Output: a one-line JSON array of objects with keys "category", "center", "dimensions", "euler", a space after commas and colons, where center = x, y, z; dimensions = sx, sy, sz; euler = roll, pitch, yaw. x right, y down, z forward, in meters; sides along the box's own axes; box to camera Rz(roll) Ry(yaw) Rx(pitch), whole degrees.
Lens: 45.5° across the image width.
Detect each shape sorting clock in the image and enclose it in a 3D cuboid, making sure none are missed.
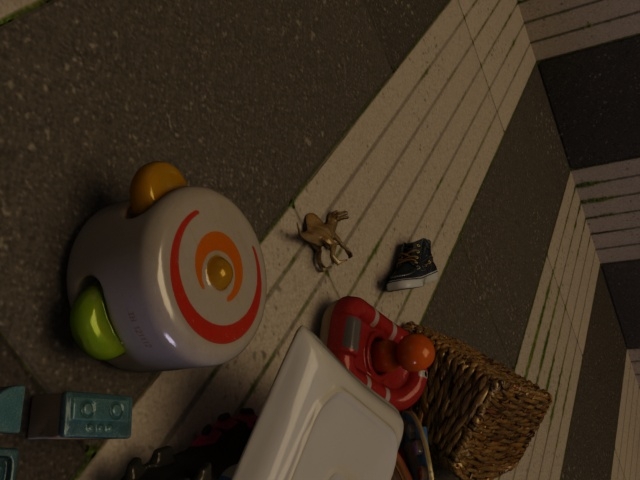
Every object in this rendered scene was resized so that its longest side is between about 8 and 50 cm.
[{"category": "shape sorting clock", "center": [0.144, 0.373, 1.198], "dimensions": [0.206, 0.041, 0.206], "euler": [176, -90, -85]}]

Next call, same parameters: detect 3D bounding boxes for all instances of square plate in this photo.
[{"category": "square plate", "center": [-0.004, 0.319, 0.897], "dimensions": [0.347, 0.049, 0.343], "euler": [49, 58, -52]}]

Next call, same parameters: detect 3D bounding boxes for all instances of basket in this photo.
[{"category": "basket", "center": [0.256, 0.312, 1.434], "dimensions": [0.299, 0.223, 0.213], "euler": [24, 95, -53]}]

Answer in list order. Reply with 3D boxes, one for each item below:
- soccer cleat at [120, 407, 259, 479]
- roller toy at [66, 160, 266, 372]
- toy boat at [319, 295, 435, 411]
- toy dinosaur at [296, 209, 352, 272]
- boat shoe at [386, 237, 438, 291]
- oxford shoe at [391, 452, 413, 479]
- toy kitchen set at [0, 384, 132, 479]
[{"category": "soccer cleat", "center": [-0.117, 0.288, 0.867], "dimensions": [0.331, 0.116, 0.143], "euler": [-2, 105, -59]}, {"category": "roller toy", "center": [-0.154, 0.040, 0.816], "dimensions": [0.191, 0.146, 0.209], "euler": [37, 52, -48]}, {"category": "toy boat", "center": [0.107, 0.179, 1.181], "dimensions": [0.231, 0.151, 0.150], "euler": [39, 51, -46]}, {"category": "toy dinosaur", "center": [0.000, 0.000, 1.173], "dimensions": [0.092, 0.053, 0.183], "euler": [63, 26, 1]}, {"category": "boat shoe", "center": [0.161, 0.044, 1.390], "dimensions": [0.183, 0.065, 0.083], "euler": [-11, 90, -64]}, {"category": "oxford shoe", "center": [0.066, 0.460, 1.073], "dimensions": [0.133, 0.130, 0.363], "euler": [22, 53, -34]}, {"category": "toy kitchen set", "center": [-0.234, 0.234, 0.663], "dimensions": [0.166, 0.122, 0.207], "euler": [23, 63, -53]}]
